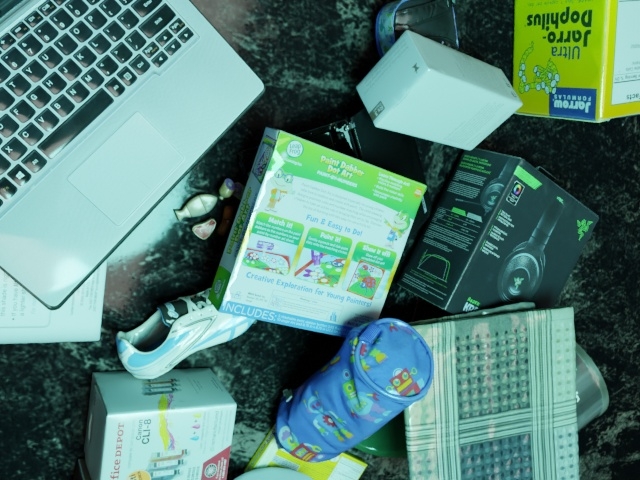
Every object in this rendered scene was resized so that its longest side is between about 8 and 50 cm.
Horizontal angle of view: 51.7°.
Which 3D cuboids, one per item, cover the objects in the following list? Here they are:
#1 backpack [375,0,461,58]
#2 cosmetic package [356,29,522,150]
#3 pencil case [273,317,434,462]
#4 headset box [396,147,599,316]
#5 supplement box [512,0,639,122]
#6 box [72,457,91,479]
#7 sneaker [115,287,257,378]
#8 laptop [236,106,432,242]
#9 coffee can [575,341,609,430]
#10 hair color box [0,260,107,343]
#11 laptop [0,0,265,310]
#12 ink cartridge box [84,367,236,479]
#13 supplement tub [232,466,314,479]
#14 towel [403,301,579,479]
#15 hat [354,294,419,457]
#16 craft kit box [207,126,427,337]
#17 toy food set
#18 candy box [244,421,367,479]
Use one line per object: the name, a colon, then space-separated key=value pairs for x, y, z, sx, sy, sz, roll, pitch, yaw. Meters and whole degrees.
backpack: x=0.134 y=-0.306 z=0.968 sx=0.114 sy=0.084 sz=0.105 roll=-20 pitch=112 yaw=-27
cosmetic package: x=0.177 y=-0.212 z=0.965 sx=0.231 sy=0.086 sz=0.117 roll=7 pitch=141 yaw=-43
pencil case: x=0.037 y=0.225 z=0.965 sx=0.133 sy=0.306 sz=0.119 roll=41 pitch=46 yaw=2
headset box: x=0.308 y=0.008 z=1.119 sx=0.246 sy=0.131 sz=0.283 roll=27 pitch=90 yaw=-35
supplement box: x=0.445 y=-0.382 z=1.049 sx=0.194 sy=0.195 sz=0.357 roll=-11 pitch=108 yaw=-25
box: x=-0.268 y=0.438 z=0.919 sx=0.168 sy=0.167 sz=0.203 roll=14 pitch=97 yaw=-30
sneaker: x=-0.171 y=0.106 z=0.921 sx=0.237 sy=0.085 sz=0.086 roll=-32 pitch=135 yaw=-16
laptop: x=0.035 y=-0.084 z=1.022 sx=0.264 sy=0.137 sz=0.234 roll=-17 pitch=113 yaw=5
coffee can: x=0.340 y=0.303 z=1.184 sx=0.275 sy=0.201 sz=0.202 roll=-31 pitch=116 yaw=-17
hair color box: x=-0.440 y=0.014 z=0.739 sx=0.374 sy=0.113 sz=0.186 roll=3 pitch=103 yaw=-29
laptop: x=-0.261 y=-0.205 z=0.630 sx=0.408 sy=0.236 sz=0.382 roll=46 pitch=67 yaw=-18
ink cartridge box: x=-0.226 y=0.261 z=0.914 sx=0.176 sy=0.127 sz=0.128 roll=3 pitch=103 yaw=-28
supplement tub: x=-0.076 y=0.515 z=1.018 sx=0.191 sy=0.191 sz=0.273 roll=-6 pitch=113 yaw=-26
towel: x=0.265 y=0.263 z=1.030 sx=0.311 sy=0.056 sz=0.325 roll=-4 pitch=94 yaw=-17
hat: x=0.133 y=0.249 z=1.160 sx=0.173 sy=0.184 sz=0.208 roll=43 pitch=126 yaw=-19
craft kit box: x=0.000 y=0.000 z=0.912 sx=0.249 sy=0.061 sz=0.247 roll=17 pitch=99 yaw=-30
toy food set: x=-0.134 y=-0.041 z=0.927 sx=0.122 sy=0.019 sz=0.078 roll=-33 pitch=115 yaw=-6
candy box: x=-0.021 y=0.385 z=1.117 sx=0.205 sy=0.027 sz=0.105 roll=36 pitch=89 yaw=-30
